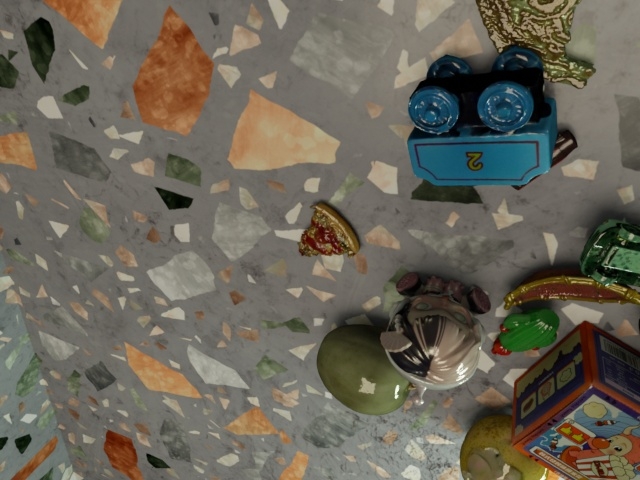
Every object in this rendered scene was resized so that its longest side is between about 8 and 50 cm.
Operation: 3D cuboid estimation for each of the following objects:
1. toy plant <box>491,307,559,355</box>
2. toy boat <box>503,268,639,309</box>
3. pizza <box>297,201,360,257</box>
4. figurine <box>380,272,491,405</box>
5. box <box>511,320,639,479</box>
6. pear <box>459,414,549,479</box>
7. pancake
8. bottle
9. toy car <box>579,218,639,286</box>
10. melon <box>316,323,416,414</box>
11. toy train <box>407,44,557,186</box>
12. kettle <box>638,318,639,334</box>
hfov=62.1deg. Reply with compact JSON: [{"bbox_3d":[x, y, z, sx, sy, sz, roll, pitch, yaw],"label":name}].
[{"bbox_3d":[0.554,0.255,1.428,0.155,0.088,0.240,-1,144,7],"label":"toy plant"},{"bbox_3d":[0.612,0.122,1.301,0.318,0.099,0.141,-6,152,35],"label":"toy boat"},{"bbox_3d":[0.000,0.000,1.511,0.188,0.062,0.199,47,127,-8],"label":"pizza"},{"bbox_3d":[0.304,0.235,1.362,0.253,0.361,0.211,0,110,18],"label":"figurine"},{"bbox_3d":[0.740,0.463,1.386,0.349,0.257,0.318,32,126,1],"label":"box"},{"bbox_3d":[0.552,0.655,1.591,0.271,0.271,0.271,10,124,16],"label":"pear"},{"bbox_3d":[0.426,-0.462,1.050,0.197,0.054,0.376,-22,112,38],"label":"pancake"},{"bbox_3d":[0.496,-0.182,1.195,0.060,0.060,0.164,44,126,-9],"label":"bottle"},{"bbox_3d":[0.726,0.030,1.198,0.306,0.125,0.136,9,122,-10],"label":"toy car"},{"bbox_3d":[0.139,0.377,1.578,0.308,0.272,0.271,43,135,34],"label":"melon"},{"bbox_3d":[0.330,-0.246,1.125,0.300,0.188,0.265,3,133,29],"label":"toy train"},{"bbox_3d":[0.929,0.256,1.204,0.308,0.203,0.262,-23,92,35],"label":"kettle"}]
